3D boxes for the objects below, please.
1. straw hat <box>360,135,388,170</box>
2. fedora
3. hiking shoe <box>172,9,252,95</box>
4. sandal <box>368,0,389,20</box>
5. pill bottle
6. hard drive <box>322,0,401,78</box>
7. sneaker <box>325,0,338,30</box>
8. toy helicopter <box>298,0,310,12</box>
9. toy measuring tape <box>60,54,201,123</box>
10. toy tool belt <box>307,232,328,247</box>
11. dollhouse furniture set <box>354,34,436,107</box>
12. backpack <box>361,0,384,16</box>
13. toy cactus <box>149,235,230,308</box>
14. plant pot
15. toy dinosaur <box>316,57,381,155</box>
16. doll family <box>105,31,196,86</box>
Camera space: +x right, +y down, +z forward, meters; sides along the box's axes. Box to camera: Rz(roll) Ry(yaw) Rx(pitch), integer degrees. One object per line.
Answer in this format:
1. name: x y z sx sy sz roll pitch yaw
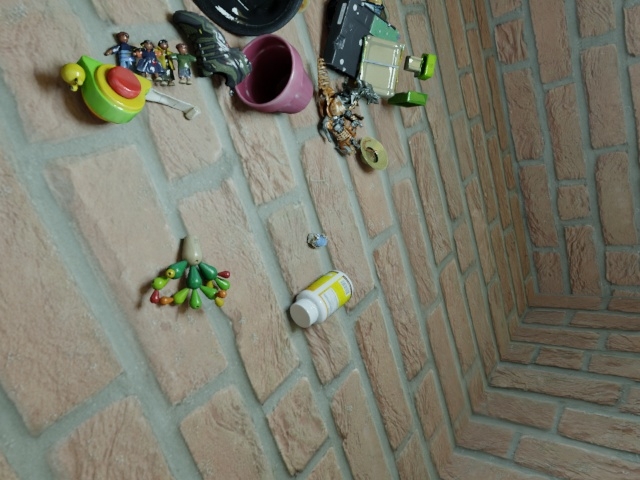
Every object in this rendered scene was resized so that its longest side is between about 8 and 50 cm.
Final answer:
1. straw hat: 0.188 -0.323 1.668 0.145 0.061 0.144 16 64 -35
2. fedora: -0.200 -0.724 1.144 0.334 0.334 0.152 34 33 -43
3. hiking shoe: -0.289 -0.480 1.111 0.227 0.086 0.114 36 85 -23
4. sandal: 0.220 -0.955 1.748 0.049 0.072 0.180 -50 131 -12
5. pill bottle: 0.003 0.188 1.385 0.215 0.117 0.117 -31 111 -45
6. hard drive: 0.157 -0.708 1.591 0.339 0.064 0.236 1 110 -49
7. sneaker: 0.072 -0.846 1.551 0.090 0.082 0.232 24 72 -53
8. toy helicopter: -0.103 -0.871 1.293 0.140 0.235 0.354 -86 171 -50
9. toy measuring tape: -0.398 -0.299 0.964 0.330 0.122 0.121 9 81 -55
10. toy tool belt: 0.000 0.000 1.442 0.083 0.051 0.052 16 76 -48
11. dollhouse furniture set: 0.257 -0.632 1.648 0.302 0.151 0.197 4 103 -21
12. backpack: 0.163 -0.856 1.640 0.114 0.105 0.084 -9 115 -39
13. toy cactus: -0.310 0.076 1.061 0.219 0.112 0.180 3 76 -40
14. plant pot: -0.118 -0.452 1.245 0.180 0.202 0.201 7 82 -64
15. toy dinosaur: 0.076 -0.461 1.494 0.218 0.164 0.321 -41 141 -24
16. doll family: -0.389 -0.423 1.009 0.193 0.076 0.111 -13 103 -45
